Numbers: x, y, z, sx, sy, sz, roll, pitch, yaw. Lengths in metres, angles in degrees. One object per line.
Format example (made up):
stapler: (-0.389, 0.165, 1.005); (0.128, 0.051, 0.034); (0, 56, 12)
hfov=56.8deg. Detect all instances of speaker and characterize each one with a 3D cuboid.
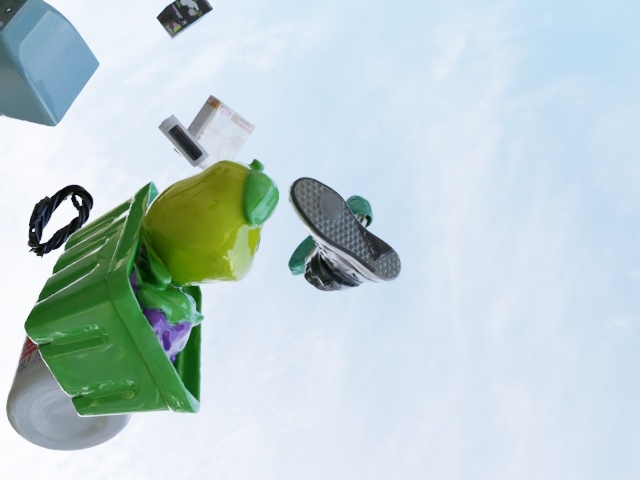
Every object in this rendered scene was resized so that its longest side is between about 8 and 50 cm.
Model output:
speaker: (-0.346, -0.250, 1.487); (0.055, 0.136, 0.055); (-36, -162, 13)

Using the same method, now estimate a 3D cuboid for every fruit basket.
fruit basket: (-0.212, 0.045, 0.899); (0.392, 0.282, 0.392); (-14, -153, 7)

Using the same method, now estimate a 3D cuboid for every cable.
cable: (-0.567, -0.039, 1.286); (0.151, 0.047, 0.184); (-9, -128, 14)

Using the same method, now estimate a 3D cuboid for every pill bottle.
pill bottle: (-0.509, 0.218, 1.264); (0.229, 0.229, 0.407); (-24, -145, 1)

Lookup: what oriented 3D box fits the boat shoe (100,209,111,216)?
boat shoe: (-0.415, -0.020, 1.299); (0.069, 0.228, 0.081); (-24, -98, 23)

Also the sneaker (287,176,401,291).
sneaker: (0.000, 0.002, 0.958); (0.163, 0.226, 0.086); (-18, -145, 52)

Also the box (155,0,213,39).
box: (-0.259, -0.433, 1.127); (0.083, 0.052, 0.062); (-47, -158, -28)

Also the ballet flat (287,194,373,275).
ballet flat: (0.024, 0.004, 1.325); (0.247, 0.083, 0.087); (-46, -138, 9)

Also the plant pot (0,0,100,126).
plant pot: (-0.754, -0.474, 1.470); (0.247, 0.252, 0.247); (14, -119, 11)

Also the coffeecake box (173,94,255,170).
coffeecake box: (-0.294, -0.287, 1.652); (0.185, 0.142, 0.068); (-55, -136, 3)
